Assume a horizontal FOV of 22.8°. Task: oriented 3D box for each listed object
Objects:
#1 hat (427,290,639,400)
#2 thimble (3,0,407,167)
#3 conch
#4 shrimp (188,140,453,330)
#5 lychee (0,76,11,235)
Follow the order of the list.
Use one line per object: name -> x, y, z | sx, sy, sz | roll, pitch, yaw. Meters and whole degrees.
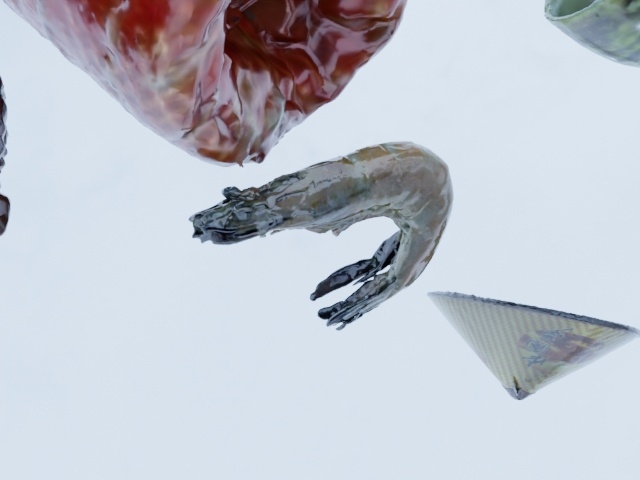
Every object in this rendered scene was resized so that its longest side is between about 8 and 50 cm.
hat -> 0.183, 0.101, 1.404 | 0.193, 0.193, 0.082 | 11, 85, -21
thimble -> -0.066, -0.243, 1.094 | 0.230, 0.350, 0.350 | 37, 62, 20
conch -> 0.259, -0.195, 1.074 | 0.124, 0.181, 0.187 | 39, 42, -6
shrimp -> 0.000, 0.000, 1.173 | 0.219, 0.152, 0.046 | -10, 39, -27
lychee -> -0.301, -0.065, 0.926 | 0.260, 0.260, 0.261 | 6, 75, -23
